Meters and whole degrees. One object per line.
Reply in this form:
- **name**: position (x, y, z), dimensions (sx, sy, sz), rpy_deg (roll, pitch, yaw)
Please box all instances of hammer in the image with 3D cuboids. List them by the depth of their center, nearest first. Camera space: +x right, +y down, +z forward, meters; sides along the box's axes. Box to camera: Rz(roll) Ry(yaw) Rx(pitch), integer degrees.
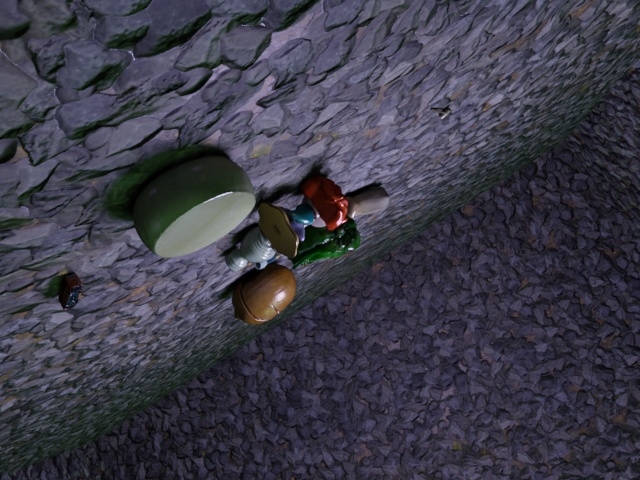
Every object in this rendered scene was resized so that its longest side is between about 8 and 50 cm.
- **hammer**: position (0.350, -0.381, 1.549), dimensions (0.035, 0.019, 0.110), rpy_deg (-41, 163, 33)

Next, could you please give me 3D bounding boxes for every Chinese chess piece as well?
- **Chinese chess piece**: position (-0.255, -0.067, 1.071), dimensions (0.250, 0.101, 0.250), rpy_deg (-31, 167, -8)

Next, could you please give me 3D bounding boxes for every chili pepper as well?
- **chili pepper**: position (-0.007, -0.009, 1.794), dimensions (0.213, 0.168, 0.385), rpy_deg (-10, 171, -24)

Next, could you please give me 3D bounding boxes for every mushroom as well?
- **mushroom**: position (0.170, -0.136, 1.872), dimensions (0.247, 0.108, 0.096), rpy_deg (-22, 123, -48)

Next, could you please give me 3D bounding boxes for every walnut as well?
- **walnut**: position (-0.222, 0.217, 2.032), dimensions (0.298, 0.203, 0.203), rpy_deg (-43, 165, 13)

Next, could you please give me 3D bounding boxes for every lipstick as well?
- **lipstick**: position (-0.194, 0.074, 1.931), dimensions (0.037, 0.037, 0.116), rpy_deg (-42, 169, 37)

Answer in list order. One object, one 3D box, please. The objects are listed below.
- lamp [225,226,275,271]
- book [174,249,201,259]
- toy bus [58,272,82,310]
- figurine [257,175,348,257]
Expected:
- **lamp**: position (-0.212, 0.029, 1.582), dimensions (0.193, 0.106, 0.106), rpy_deg (-29, 172, 35)
- **book**: position (-0.312, -0.005, 1.377), dimensions (0.181, 0.014, 0.127), rpy_deg (-34, 167, 8)
- **toy bus**: position (-0.559, 0.115, 1.167), dimensions (0.031, 0.043, 0.110), rpy_deg (-25, 164, -44)
- **figurine**: position (-0.020, -0.080, 1.455), dimensions (0.257, 0.181, 0.208), rpy_deg (-33, 141, -34)
